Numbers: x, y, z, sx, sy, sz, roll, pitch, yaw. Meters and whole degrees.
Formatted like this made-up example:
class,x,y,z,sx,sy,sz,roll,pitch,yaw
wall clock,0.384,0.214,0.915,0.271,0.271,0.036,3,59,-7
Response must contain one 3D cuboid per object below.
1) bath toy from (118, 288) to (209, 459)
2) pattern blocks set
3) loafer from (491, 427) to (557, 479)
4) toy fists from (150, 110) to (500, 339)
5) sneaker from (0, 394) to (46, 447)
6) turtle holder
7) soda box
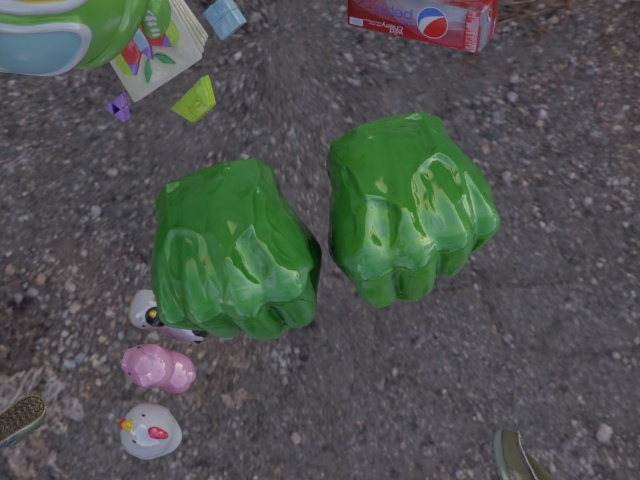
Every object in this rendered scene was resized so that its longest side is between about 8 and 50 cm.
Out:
class,x,y,z,sx,sy,sz,roll,pitch,yaw
bath toy,-0.274,0.204,1.413,0.152,0.129,0.348,14,76,-13
pattern blocks set,-0.256,-0.298,1.182,0.285,0.026,0.325,48,132,0
loafer,0.290,0.350,1.056,0.088,0.251,0.094,-17,132,3
toy fists,0.000,0.000,0.649,0.279,0.142,0.096,-14,139,0
sneaker,-0.545,0.328,1.350,0.192,0.086,0.064,-26,71,-26
turtle holder,-0.286,-0.276,0.806,0.227,0.320,0.243,-23,124,-43
soda box,0.184,-0.420,1.476,0.263,0.092,0.083,20,135,22
